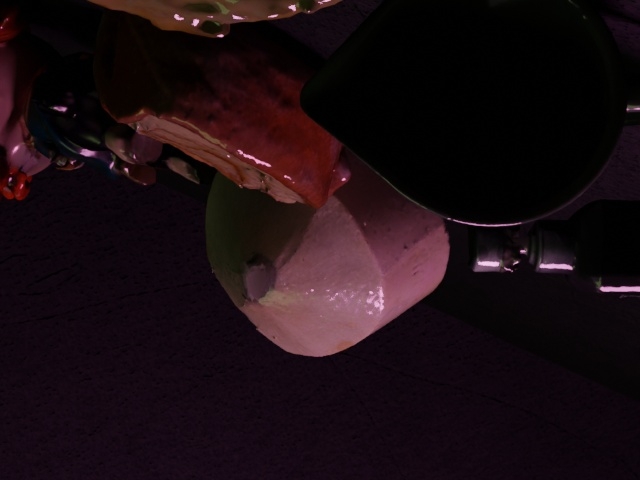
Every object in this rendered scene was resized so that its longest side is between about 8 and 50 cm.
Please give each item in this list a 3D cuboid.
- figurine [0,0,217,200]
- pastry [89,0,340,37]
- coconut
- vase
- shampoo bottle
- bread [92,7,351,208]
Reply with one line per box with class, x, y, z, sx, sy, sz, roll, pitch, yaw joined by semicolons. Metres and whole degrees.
figurine;-0.275;-0.137;2.063;0.412;0.241;0.306;4;-166;14
pastry;-0.017;-0.186;0.634;0.256;0.170;0.237;12;156;-43
coconut;-0.002;-0.004;1.915;0.241;0.241;0.241;23;174;3
vase;0.120;-0.083;1.287;0.251;0.156;0.301;-2;178;3
shampoo bottle;0.253;0.009;1.328;0.310;0.071;0.098;1;-179;-4
bread;-0.071;-0.119;1.723;0.244;0.123;0.190;25;173;-28
